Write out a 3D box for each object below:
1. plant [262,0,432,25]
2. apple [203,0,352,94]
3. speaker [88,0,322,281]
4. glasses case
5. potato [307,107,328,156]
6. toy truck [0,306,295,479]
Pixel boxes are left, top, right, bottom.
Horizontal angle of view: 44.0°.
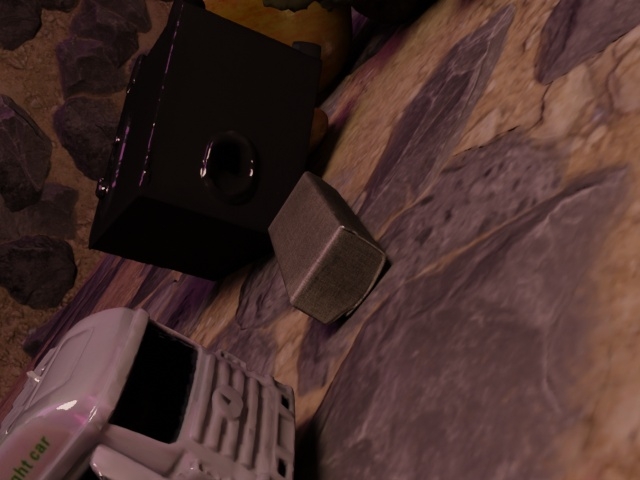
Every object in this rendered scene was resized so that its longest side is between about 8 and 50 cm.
[{"bbox_3d":[0.059,-0.368,0.916,0.312,0.213,0.215,-63,0,-41],"label":"plant"},{"bbox_3d":[-0.080,-0.317,1.131,0.264,0.264,0.264,-47,17,20],"label":"apple"},{"bbox_3d":[-0.136,-0.111,0.903,0.232,0.184,0.254,-26,51,58],"label":"speaker"},{"bbox_3d":[0.000,0.000,0.650,0.071,0.047,0.205,-56,16,8],"label":"glasses case"},{"bbox_3d":[-0.026,-0.129,0.980,0.068,0.062,0.083,-48,-16,-52],"label":"potato"},{"bbox_3d":[-0.171,0.207,0.479,0.363,0.178,0.177,-45,17,17],"label":"toy truck"}]
